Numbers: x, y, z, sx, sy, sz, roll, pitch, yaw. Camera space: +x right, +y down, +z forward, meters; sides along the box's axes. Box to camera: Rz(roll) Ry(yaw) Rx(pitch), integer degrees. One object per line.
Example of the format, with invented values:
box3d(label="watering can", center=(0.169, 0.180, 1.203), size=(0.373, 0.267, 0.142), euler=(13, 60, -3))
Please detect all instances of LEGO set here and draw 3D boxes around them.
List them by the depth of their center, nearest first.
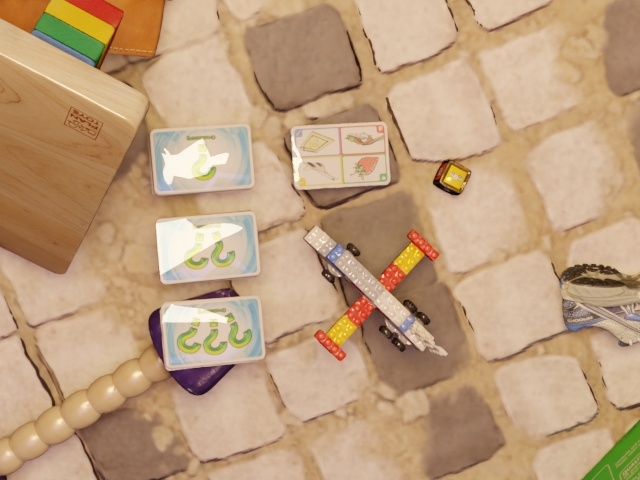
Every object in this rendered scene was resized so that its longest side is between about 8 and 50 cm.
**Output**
box3d(label="LEGO set", center=(0.000, 0.000, 1.001), size=(0.244, 0.060, 0.183), euler=(-4, 90, -11))

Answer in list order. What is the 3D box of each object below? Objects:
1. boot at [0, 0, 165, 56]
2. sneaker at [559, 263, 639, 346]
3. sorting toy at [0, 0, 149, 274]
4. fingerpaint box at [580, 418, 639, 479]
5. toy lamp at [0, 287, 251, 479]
box3d(label="boot", center=(-0.224, -0.254, 0.945), size=(0.283, 0.109, 0.220), euler=(9, 111, -9))
box3d(label="sneaker", center=(0.254, 0.054, 1.053), size=(0.135, 0.052, 0.058), euler=(6, 117, 6))
box3d(label="sorting toy", center=(-0.253, -0.113, 0.924), size=(0.257, 0.089, 0.255), euler=(27, 150, -9))
box3d(label="fingerpaint box", center=(0.389, 0.288, 1.055), size=(0.371, 0.163, 0.445), euler=(37, 106, -9))
box3d(label="toy lamp", center=(-0.173, 0.126, 1.061), size=(0.274, 0.080, 0.080), euler=(-32, 104, 12))
